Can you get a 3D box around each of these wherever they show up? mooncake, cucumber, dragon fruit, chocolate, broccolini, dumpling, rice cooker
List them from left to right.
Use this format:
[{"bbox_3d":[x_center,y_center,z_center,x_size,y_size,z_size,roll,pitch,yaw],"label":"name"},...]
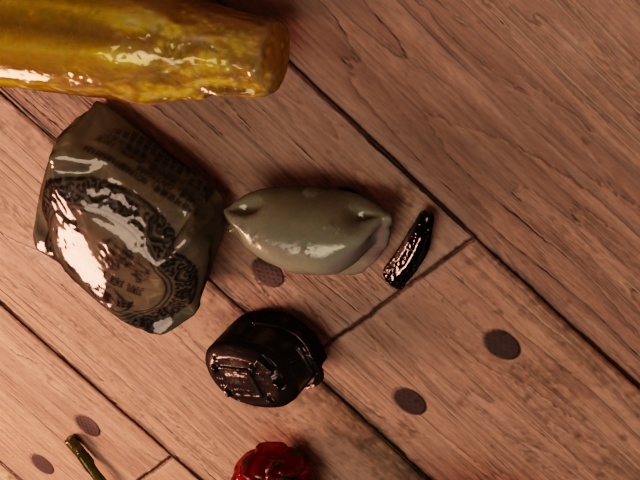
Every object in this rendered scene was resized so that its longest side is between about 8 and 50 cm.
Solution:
[{"bbox_3d":[-0.244,-0.220,1.624,0.445,0.162,0.162,12,134,24],"label":"chocolate"},{"bbox_3d":[-0.339,0.415,2.394,0.254,0.071,0.057,61,176,-16],"label":"broccolini"},{"bbox_3d":[-0.245,-0.019,1.832,0.254,0.136,0.250,33,143,6],"label":"mooncake"},{"bbox_3d":[-0.073,0.156,1.900,0.165,0.106,0.112,1,126,49],"label":"rice cooker"},{"bbox_3d":[-0.063,0.352,2.062,0.130,0.121,0.142,15,118,4],"label":"dragon fruit"},{"bbox_3d":[-0.002,-0.011,1.710,0.216,0.149,0.105,-1,89,28],"label":"dumpling"},{"bbox_3d":[0.107,0.014,1.692,0.034,0.033,0.135,5,145,-22],"label":"cucumber"}]
